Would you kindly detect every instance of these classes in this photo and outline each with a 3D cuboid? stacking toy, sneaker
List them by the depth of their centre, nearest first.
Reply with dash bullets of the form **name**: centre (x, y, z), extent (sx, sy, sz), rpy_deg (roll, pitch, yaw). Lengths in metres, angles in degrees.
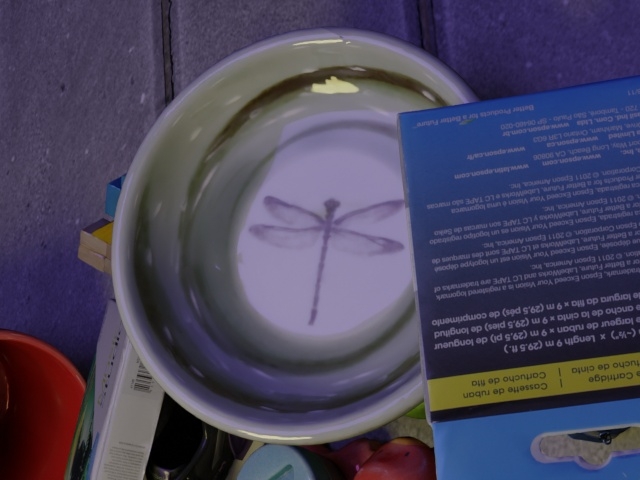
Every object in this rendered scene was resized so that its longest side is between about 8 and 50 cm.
- **stacking toy**: centre (0.021, 0.185, 1.558), extent (0.309, 0.130, 0.279), rpy_deg (-20, 68, 45)
- **sneaker**: centre (-0.155, 0.270, 1.739), extent (0.107, 0.124, 0.283), rpy_deg (21, 95, 35)

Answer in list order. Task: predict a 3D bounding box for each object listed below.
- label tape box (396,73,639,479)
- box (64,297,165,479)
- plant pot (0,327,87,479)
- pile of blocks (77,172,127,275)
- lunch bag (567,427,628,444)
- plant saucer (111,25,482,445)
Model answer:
- **label tape box**: centre (0.205, 0.050, 1.321), extent (0.249, 0.115, 0.347), rpy_deg (-8, 68, 8)
- **box**: centre (-0.227, 0.187, 1.817), extent (0.322, 0.059, 0.232), rpy_deg (-179, 103, -79)
- **plant pot**: centre (-0.445, 0.223, 2.025), extent (0.243, 0.275, 0.274), rpy_deg (16, 90, 60)
- **pile of blocks**: centre (-0.134, -0.058, 1.837), extent (0.362, 0.113, 0.149), rpy_deg (-16, 101, 40)
- **lunch bag**: centre (0.234, 0.128, 1.390), extent (0.065, 0.067, 0.098), rpy_deg (-38, 52, 36)
- **plant saucer**: centre (0.000, 0.000, 1.533), extent (0.401, 0.100, 0.400), rpy_deg (-6, 73, 20)
